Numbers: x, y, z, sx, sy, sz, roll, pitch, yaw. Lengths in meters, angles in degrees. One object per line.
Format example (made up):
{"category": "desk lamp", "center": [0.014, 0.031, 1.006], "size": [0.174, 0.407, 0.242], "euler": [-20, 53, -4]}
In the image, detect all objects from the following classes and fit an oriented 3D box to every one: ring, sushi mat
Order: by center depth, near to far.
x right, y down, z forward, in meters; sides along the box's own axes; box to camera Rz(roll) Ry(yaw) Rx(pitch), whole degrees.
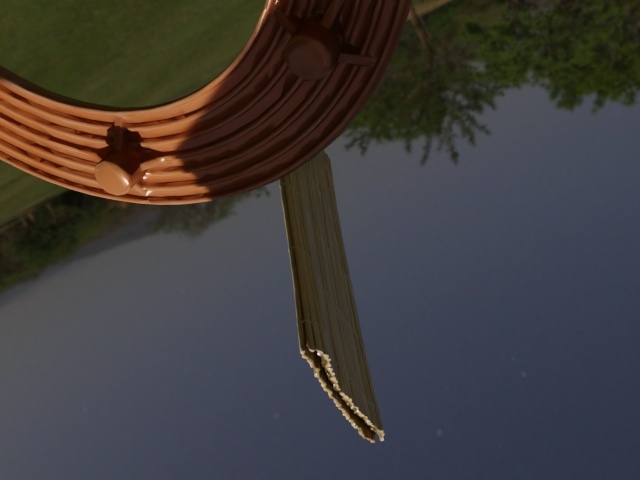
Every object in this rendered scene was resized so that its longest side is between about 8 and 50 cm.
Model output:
{"category": "ring", "center": [-0.123, -0.146, 0.375], "size": [0.336, 0.336, 0.032], "euler": [-22, -153, 37]}
{"category": "sushi mat", "center": [0.000, 0.000, 0.735], "size": [0.019, 0.151, 0.316], "euler": [-18, -130, 10]}
